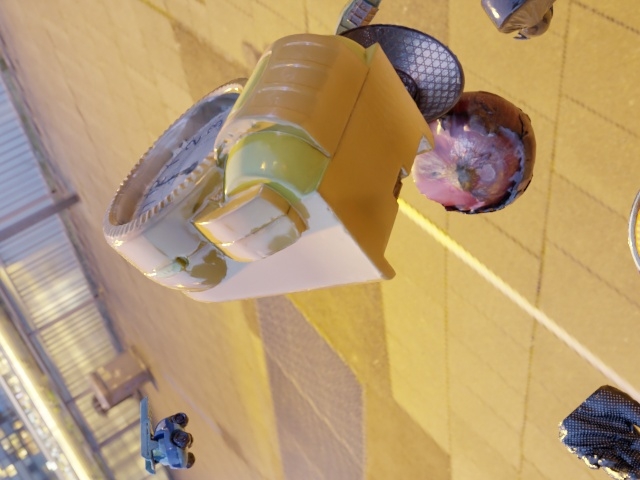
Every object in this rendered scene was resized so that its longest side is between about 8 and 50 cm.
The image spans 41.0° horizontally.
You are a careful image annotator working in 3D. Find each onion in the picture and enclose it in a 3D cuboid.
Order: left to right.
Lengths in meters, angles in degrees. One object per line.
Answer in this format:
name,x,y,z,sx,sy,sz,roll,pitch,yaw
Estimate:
onion,0.205,-0.128,1.169,0.147,0.183,0.184,-75,-27,-54

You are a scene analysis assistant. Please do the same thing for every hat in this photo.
hat,0.084,-0.188,1.102,0.193,0.193,0.082,47,153,27

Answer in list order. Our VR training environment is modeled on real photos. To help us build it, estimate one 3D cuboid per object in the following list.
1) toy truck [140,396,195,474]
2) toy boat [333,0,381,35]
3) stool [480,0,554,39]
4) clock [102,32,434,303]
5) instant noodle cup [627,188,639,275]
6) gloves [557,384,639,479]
toy truck,-0.228,0.282,1.270,0.136,0.074,0.063,-109,10,-58
toy boat,0.078,-0.473,1.815,0.065,0.172,0.066,23,-156,-31
stool,0.326,-0.405,1.405,0.121,0.125,0.217,58,-165,15
clock,-0.072,-0.055,0.867,0.317,0.244,0.200,-20,123,38
instant noodle cup,0.420,-0.003,0.855,0.168,0.168,0.185,62,-178,-7
gloves,0.476,0.326,1.345,0.181,0.129,0.106,49,159,22
